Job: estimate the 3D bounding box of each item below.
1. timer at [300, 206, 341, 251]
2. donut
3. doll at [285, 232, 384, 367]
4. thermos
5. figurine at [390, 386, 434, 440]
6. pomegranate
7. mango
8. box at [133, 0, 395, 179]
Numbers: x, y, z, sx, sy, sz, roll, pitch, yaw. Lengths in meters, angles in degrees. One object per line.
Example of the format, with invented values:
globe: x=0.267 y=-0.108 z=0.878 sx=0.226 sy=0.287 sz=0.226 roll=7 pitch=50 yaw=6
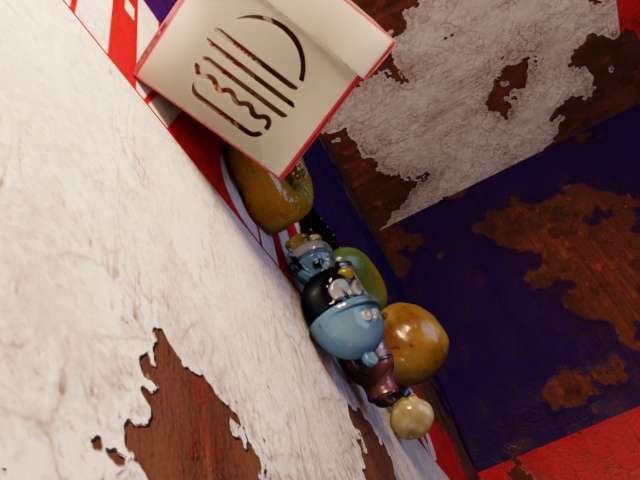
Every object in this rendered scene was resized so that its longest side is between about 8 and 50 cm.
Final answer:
timer: x=0.000 y=0.000 z=1.735 sx=0.187 sy=0.055 sz=0.144 roll=52 pitch=18 yaw=-34
donut: x=-0.109 y=-0.133 z=1.345 sx=0.253 sy=0.118 sz=0.253 roll=47 pitch=31 yaw=-39
doll: x=0.032 y=0.122 z=1.289 sx=0.177 sy=0.141 sz=0.314 roll=1 pitch=52 yaw=-51
thermos: x=0.085 y=0.213 z=1.402 sx=0.136 sy=0.110 sz=0.330 roll=83 pitch=-16 yaw=-75
figurine: x=0.221 y=0.435 z=1.634 sx=0.108 sy=0.114 sz=0.196 roll=36 pitch=6 yaw=-16
pomegranate: x=0.217 y=0.268 z=1.629 sx=0.233 sy=0.233 sz=0.233 roll=61 pitch=9 yaw=-17
mango: x=0.092 y=0.114 z=1.682 sx=0.156 sy=0.114 sz=0.251 roll=-53 pitch=123 yaw=-30
box: x=-0.095 y=-0.341 z=1.104 sx=0.314 sy=0.300 sz=0.312 roll=35 pitch=18 yaw=-15
